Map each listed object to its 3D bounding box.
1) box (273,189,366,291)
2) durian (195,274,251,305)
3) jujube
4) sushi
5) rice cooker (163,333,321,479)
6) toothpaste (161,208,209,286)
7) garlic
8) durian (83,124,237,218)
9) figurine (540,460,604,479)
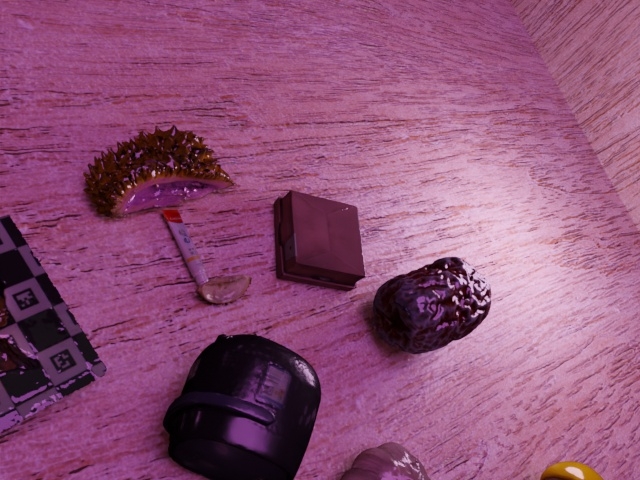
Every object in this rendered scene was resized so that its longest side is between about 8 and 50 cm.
[{"bbox_3d":[0.000,0.000,1.427,0.215,0.086,0.215,13,58,-30],"label":"box"},{"bbox_3d":[-0.203,0.106,1.233,0.130,0.066,0.052,-12,71,-30],"label":"durian"},{"bbox_3d":[0.276,0.159,1.443,0.317,0.226,0.226,-14,73,-42],"label":"jujube"},{"bbox_3d":[-0.589,0.165,0.921,0.359,0.064,0.343,-28,78,-41],"label":"sushi"},{"bbox_3d":[-0.135,0.300,1.043,0.267,0.267,0.224,30,49,-18],"label":"rice cooker"},{"bbox_3d":[-0.286,0.013,1.252,0.048,0.031,0.190,-7,65,-56],"label":"toothpaste"},{"bbox_3d":[0.163,0.508,1.157,0.218,0.212,0.219,13,63,-27],"label":"garlic"},{"bbox_3d":[-0.350,-0.169,1.259,0.341,0.112,0.191,-19,78,-39],"label":"durian"},{"bbox_3d":[0.562,0.676,1.369,0.343,0.187,0.215,-28,106,-38],"label":"figurine"}]
